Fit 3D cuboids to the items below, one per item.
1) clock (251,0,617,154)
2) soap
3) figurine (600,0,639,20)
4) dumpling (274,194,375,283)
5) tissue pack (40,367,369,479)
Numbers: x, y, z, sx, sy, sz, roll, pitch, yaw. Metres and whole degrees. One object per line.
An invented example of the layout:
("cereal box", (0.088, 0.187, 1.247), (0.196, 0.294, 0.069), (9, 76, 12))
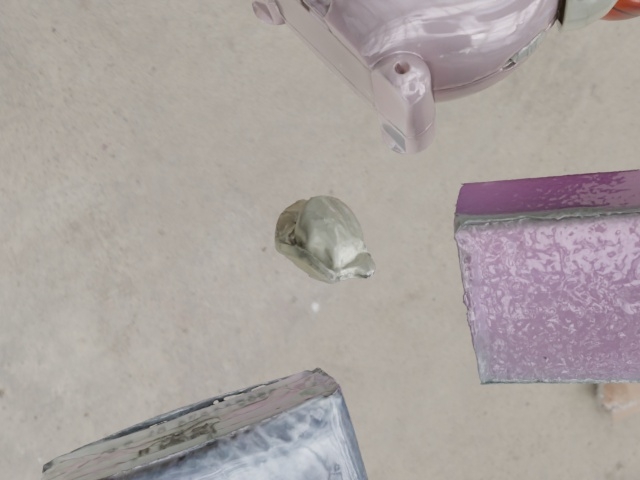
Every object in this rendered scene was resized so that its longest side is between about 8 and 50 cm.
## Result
("clock", (0.117, -0.302, 0.943), (0.325, 0.184, 0.342), (-39, 76, -10))
("soap", (0.253, 0.032, 0.752), (0.259, 0.081, 0.181), (-5, 121, 19))
("figurine", (0.405, -0.449, 1.339), (0.320, 0.323, 0.196), (-40, 156, -43))
("dumpling", (0.000, 0.000, 1.339), (0.136, 0.199, 0.118), (-8, 126, -33))
("tissue pack", (-0.056, 0.313, 0.732), (0.259, 0.122, 0.362), (-19, 98, -13))
